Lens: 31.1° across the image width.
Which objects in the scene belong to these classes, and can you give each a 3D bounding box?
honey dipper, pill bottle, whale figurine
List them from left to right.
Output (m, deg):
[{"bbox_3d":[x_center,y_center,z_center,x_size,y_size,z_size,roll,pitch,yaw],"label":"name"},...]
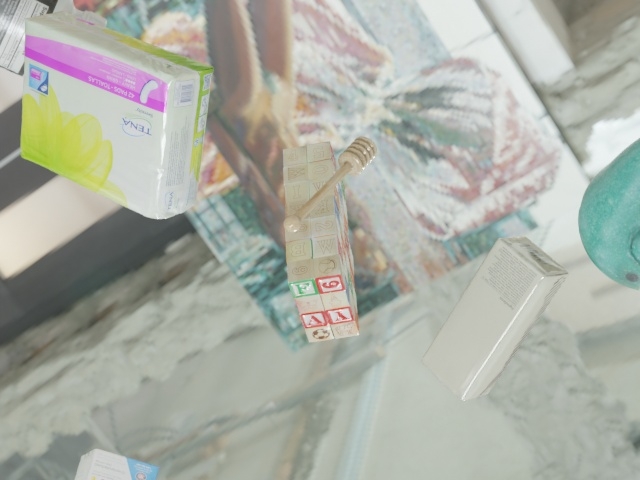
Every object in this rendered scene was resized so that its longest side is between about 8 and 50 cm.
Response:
[{"bbox_3d":[-0.497,-0.358,1.847,0.162,0.278,0.162,-53,-156,35],"label":"pill bottle"},{"bbox_3d":[0.008,-0.056,1.205,0.030,0.030,0.160,-19,-158,47],"label":"honey dipper"},{"bbox_3d":[0.376,-0.063,1.324,0.141,0.272,0.216,14,-126,16],"label":"whale figurine"}]

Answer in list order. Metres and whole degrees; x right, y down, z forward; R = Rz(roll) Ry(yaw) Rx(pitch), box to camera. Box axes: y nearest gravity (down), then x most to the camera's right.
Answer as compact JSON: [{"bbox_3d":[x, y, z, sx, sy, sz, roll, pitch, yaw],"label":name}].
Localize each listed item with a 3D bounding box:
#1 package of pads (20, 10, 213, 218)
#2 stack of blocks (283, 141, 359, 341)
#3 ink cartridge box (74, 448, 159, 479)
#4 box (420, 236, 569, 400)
[{"bbox_3d":[-0.303,-0.178,1.660,0.296,0.229,0.101,23,-151,27],"label":"package of pads"},{"bbox_3d":[0.000,0.000,1.945,0.087,0.171,0.297,-10,-130,7],"label":"stack of blocks"},{"bbox_3d":[-0.282,0.358,1.506,0.090,0.092,0.143,-36,-142,61],"label":"ink cartridge box"},{"bbox_3d":[0.294,0.133,1.954,0.094,0.113,0.275,-4,131,-51],"label":"box"}]
